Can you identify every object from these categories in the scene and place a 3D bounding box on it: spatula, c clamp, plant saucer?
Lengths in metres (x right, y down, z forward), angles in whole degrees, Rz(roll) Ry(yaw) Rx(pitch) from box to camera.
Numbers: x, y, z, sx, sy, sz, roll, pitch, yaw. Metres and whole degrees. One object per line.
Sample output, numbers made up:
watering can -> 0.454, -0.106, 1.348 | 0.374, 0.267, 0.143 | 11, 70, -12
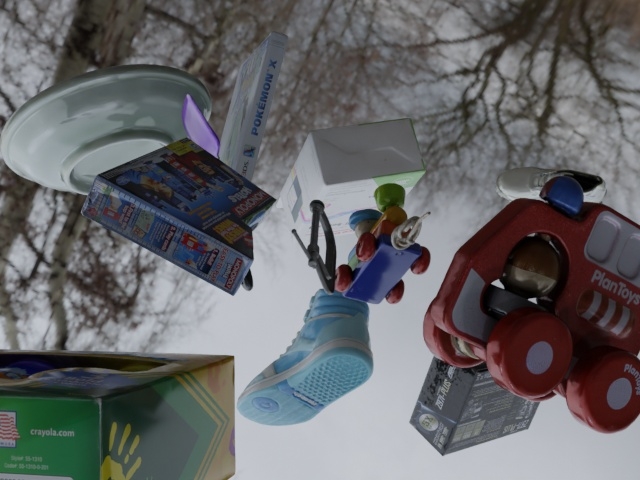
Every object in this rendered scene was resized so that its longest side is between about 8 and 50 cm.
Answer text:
spatula -> -0.143, -0.064, 1.331 | 0.030, 0.084, 0.296 | -10, -111, -21
c clamp -> 0.000, 0.000, 1.309 | 0.161, 0.022, 0.137 | -82, -27, -58
plant saucer -> -0.385, -0.177, 1.780 | 0.400, 0.400, 0.101 | 2, -119, -50

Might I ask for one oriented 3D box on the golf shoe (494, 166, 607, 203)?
golf shoe -> 0.369, -0.095, 1.521 | 0.176, 0.069, 0.086 | 5, 162, 10

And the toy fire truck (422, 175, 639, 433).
toy fire truck -> 0.280, 0.066, 1.126 | 0.302, 0.254, 0.169 | 26, 176, -26

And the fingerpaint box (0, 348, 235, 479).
fingerpaint box -> -0.360, 0.213, 1.062 | 0.444, 0.163, 0.371 | 0, 179, 14

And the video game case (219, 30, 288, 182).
video game case -> -0.143, -0.205, 1.741 | 0.036, 0.300, 0.329 | 15, 177, -14

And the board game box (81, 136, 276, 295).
board game box -> -0.143, -0.027, 1.127 | 0.194, 0.060, 0.194 | 36, -150, 10

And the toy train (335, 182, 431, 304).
toy train -> 0.105, -0.024, 1.363 | 0.105, 0.248, 0.143 | 14, -127, -16

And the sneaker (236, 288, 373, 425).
sneaker -> -0.021, 0.205, 1.750 | 0.127, 0.319, 0.208 | 39, -142, -28

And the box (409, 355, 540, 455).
box -> 0.231, 0.203, 1.326 | 0.180, 0.147, 0.077 | -7, -146, -37

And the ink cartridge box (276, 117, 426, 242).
ink cartridge box -> 0.047, -0.098, 1.875 | 0.207, 0.353, 0.119 | -10, -108, -18
